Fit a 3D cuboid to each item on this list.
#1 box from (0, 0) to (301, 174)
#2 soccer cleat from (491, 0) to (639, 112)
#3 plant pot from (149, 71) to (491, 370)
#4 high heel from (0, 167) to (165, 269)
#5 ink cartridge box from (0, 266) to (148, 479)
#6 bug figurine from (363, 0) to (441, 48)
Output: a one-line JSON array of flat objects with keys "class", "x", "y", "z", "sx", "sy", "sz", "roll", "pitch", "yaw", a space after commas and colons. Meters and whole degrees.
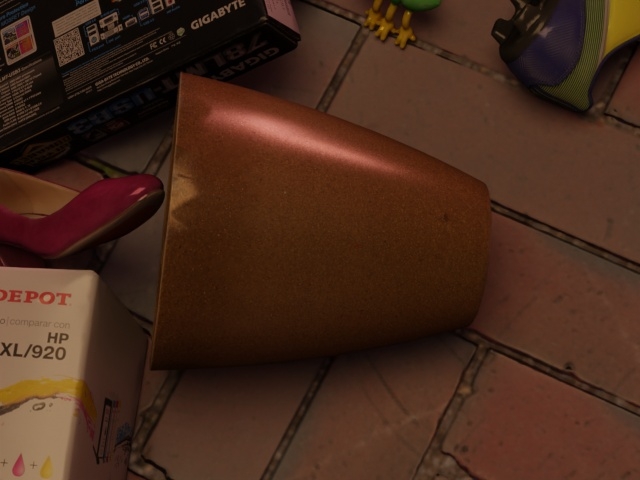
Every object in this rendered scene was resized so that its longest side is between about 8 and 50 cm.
[{"class": "box", "x": -0.190, "y": -0.245, "z": 1.552, "sx": 0.295, "sy": 0.073, "sz": 0.293, "roll": -24, "pitch": 67, "yaw": 20}, {"class": "soccer cleat", "x": 0.264, "y": -0.235, "z": 1.546, "sx": 0.121, "sy": 0.093, "sz": 0.289, "roll": 41, "pitch": 73, "yaw": -12}, {"class": "plant pot", "x": 0.000, "y": 0.000, "z": 1.425, "sx": 0.254, "sy": 0.237, "sz": 0.237, "roll": 7, "pitch": 71, "yaw": -6}, {"class": "high heel", "x": -0.219, "y": -0.041, "z": 1.459, "sx": 0.082, "sy": 0.244, "sz": 0.117, "roll": -21, "pitch": 88, "yaw": -39}, {"class": "ink cartridge box", "x": -0.251, "y": 0.152, "z": 1.412, "sx": 0.171, "sy": 0.168, "sz": 0.232, "roll": 3, "pitch": 70, "yaw": 9}, {"class": "bug figurine", "x": 0.039, "y": -0.307, "z": 1.566, "sx": 0.216, "sy": 0.072, "sz": 0.279, "roll": 27, "pitch": 88, "yaw": 11}]
